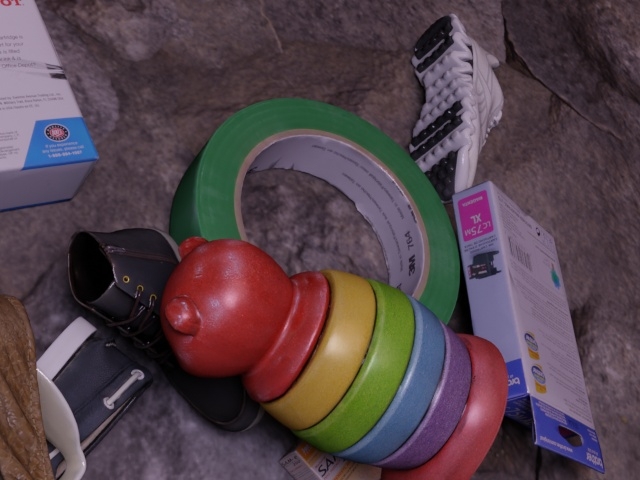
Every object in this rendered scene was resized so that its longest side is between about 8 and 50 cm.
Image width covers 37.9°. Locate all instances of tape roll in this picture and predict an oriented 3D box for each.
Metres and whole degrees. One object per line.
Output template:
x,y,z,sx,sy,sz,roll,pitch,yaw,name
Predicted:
0.000,0.000,1.007,0.321,0.077,0.321,16,55,-25,tape roll

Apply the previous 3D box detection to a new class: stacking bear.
-0.002,0.096,0.788,0.289,0.164,0.175,28,40,-20,stacking bear

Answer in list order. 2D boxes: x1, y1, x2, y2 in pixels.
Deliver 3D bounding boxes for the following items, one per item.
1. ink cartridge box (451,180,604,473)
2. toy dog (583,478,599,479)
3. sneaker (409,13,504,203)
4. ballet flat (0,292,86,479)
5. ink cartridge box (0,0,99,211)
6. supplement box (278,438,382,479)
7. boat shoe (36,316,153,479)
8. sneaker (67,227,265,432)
0.235,0.104,1.065,0.186,0.065,0.311,31,44,-47,ink cartridge box
0.179,0.402,0.789,0.408,0.284,0.395,27,70,-15,toy dog
0.189,-0.165,1.216,0.118,0.110,0.292,28,51,-28,sneaker
-0.202,0.191,0.628,0.124,0.116,0.342,-15,91,-60,ballet flat
-0.320,-0.133,0.873,0.148,0.086,0.203,-13,70,-38,ink cartridge box
0.017,0.226,0.908,0.098,0.036,0.062,46,48,0,supplement box
-0.233,0.187,0.721,0.091,0.114,0.302,34,50,-4,boat shoe
-0.143,0.084,0.834,0.222,0.083,0.118,52,19,17,sneaker
